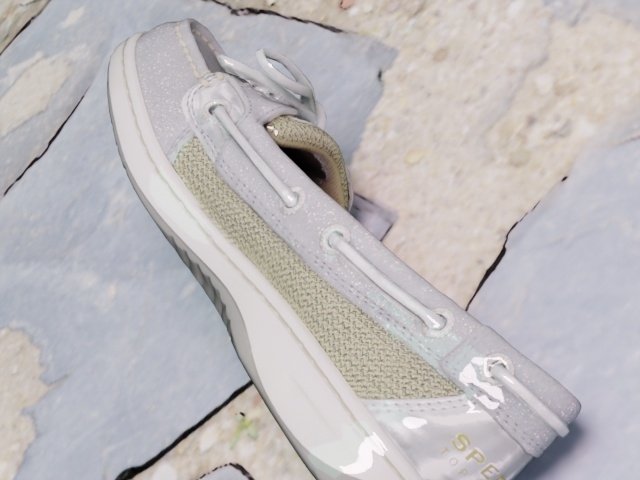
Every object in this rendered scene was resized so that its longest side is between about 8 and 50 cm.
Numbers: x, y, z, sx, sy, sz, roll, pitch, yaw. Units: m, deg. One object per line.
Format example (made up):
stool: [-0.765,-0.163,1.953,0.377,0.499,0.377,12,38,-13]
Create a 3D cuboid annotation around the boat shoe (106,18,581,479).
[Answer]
boat shoe: [-0.001,-0.001,0.858,0.103,0.118,0.320,-37,45,5]
